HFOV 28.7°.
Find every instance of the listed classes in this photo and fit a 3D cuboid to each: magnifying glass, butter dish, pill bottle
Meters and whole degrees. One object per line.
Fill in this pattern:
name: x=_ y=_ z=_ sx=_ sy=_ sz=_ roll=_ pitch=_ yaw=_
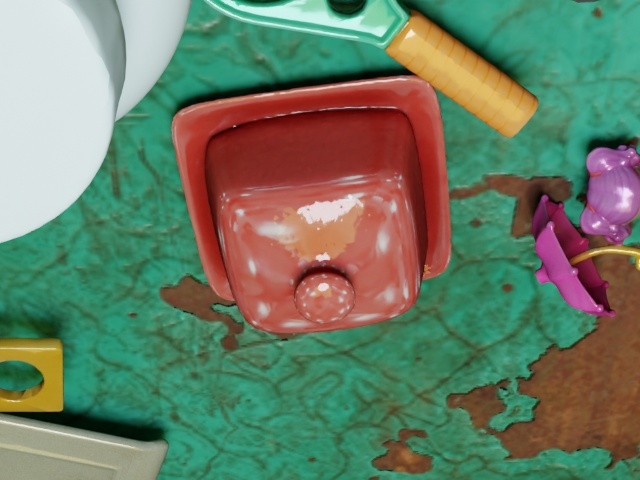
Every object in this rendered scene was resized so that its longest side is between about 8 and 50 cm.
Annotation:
magnifying glass: x=0.022 y=-0.127 z=0.675 sx=0.231 sy=0.026 sz=0.092 roll=31 pitch=114 yaw=-20
butter dish: x=0.000 y=0.000 z=0.735 sx=0.160 sy=0.118 sz=0.159 roll=-7 pitch=130 yaw=3
pill bottle: x=-0.131 y=-0.138 z=0.496 sx=0.169 sy=0.301 sz=0.169 roll=-1 pitch=129 yaw=-2

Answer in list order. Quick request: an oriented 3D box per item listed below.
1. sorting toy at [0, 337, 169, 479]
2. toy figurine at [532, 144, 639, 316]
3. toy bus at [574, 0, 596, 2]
sorting toy: x=-0.226 y=0.183 z=0.924 sx=0.196 sy=0.047 sz=0.347 roll=11 pitch=129 yaw=-17
toy figurine: x=0.210 y=-0.009 z=0.755 sx=0.159 sy=0.130 sz=0.173 roll=7 pitch=107 yaw=4
toy bus: x=0.183 y=-0.200 z=0.580 sx=0.333 sy=0.108 sz=0.130 roll=-6 pitch=134 yaw=3
